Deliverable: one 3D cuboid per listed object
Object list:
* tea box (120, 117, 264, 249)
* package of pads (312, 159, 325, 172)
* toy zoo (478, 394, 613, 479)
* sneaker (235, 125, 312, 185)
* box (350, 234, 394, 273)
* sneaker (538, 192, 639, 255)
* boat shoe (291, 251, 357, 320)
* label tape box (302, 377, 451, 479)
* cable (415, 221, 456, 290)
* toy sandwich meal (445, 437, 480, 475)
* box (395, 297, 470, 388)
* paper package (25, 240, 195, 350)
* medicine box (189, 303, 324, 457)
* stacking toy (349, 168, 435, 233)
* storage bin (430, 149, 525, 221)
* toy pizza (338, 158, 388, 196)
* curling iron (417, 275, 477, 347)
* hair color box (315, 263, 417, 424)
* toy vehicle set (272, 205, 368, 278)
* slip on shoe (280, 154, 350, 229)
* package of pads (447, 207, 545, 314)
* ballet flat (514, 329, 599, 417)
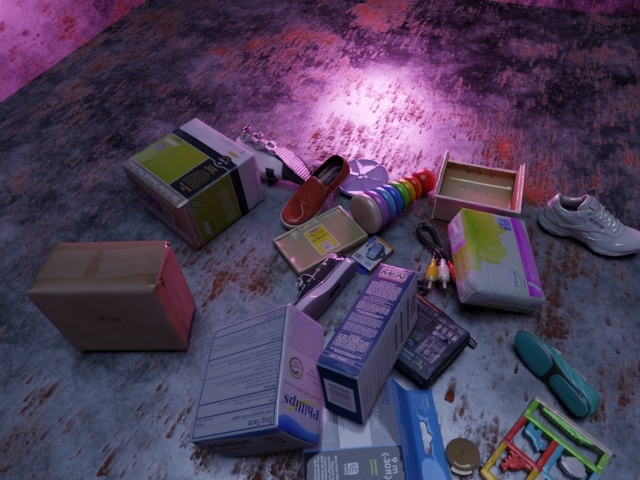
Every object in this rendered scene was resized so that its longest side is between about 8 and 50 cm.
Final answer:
[{"bbox_3d":[-0.431,-0.203,1.550,0.329,0.220,0.323,35,60,28],"label":"tea box"},{"bbox_3d":[0.012,-0.268,1.678,0.083,0.050,0.032,12,58,14],"label":"package of pads"},{"bbox_3d":[0.499,0.522,1.017,0.293,0.030,0.192,-37,58,-24],"label":"toy zoo"},{"bbox_3d":[-0.177,-0.277,1.673,0.331,0.146,0.122,35,32,3],"label":"sneaker"},{"bbox_3d":[0.160,0.048,1.427,0.081,0.028,0.136,36,60,28],"label":"box"},{"bbox_3d":[0.844,-0.052,1.379,0.305,0.152,0.114,22,54,18],"label":"sneaker"},{"bbox_3d":[-0.017,0.138,1.313,0.105,0.113,0.306,28,56,26],"label":"boat shoe"},{"bbox_3d":[0.125,0.455,1.051,0.334,0.106,0.240,-5,51,1],"label":"label tape box"},{"bbox_3d":[0.377,0.043,1.387,0.140,0.072,0.287,1,51,-2],"label":"cable"},{"bbox_3d":[0.332,0.505,1.047,0.086,0.029,0.085,-7,41,6],"label":"toy sandwich meal"},{"bbox_3d":[0.252,0.257,1.213,0.183,0.059,0.233,-37,49,-25],"label":"box"},{"bbox_3d":[-0.535,0.158,1.207,0.325,0.309,0.168,-1,47,2],"label":"paper package"},{"bbox_3d":[-0.142,0.336,1.068,0.263,0.149,0.289,-23,45,29],"label":"medicine box"},{"bbox_3d":[0.263,-0.150,1.530,0.330,0.141,0.141,-28,54,-27],"label":"stacking toy"},{"bbox_3d":[0.532,-0.173,1.517,0.262,0.123,0.260,13,54,15],"label":"storage bin"},{"bbox_3d":[0.148,-0.225,1.646,0.201,0.032,0.201,-3,51,3],"label":"toy pizza"},{"bbox_3d":[0.343,0.199,1.286,0.068,0.035,0.274,-30,55,-18],"label":"curling iron"},{"bbox_3d":[0.125,0.233,1.072,0.105,0.173,0.347,14,42,28],"label":"hair color box"},{"bbox_3d":[0.000,0.000,1.472,0.267,0.035,0.166,-28,54,-18],"label":"toy vehicle set"},{"bbox_3d":[-0.021,-0.174,1.553,0.123,0.101,0.331,37,75,22],"label":"slip on shoe"},{"bbox_3d":[0.499,0.054,1.305,0.229,0.101,0.296,10,54,-11],"label":"package of pads"},{"bbox_3d":[0.603,0.330,1.146,0.087,0.083,0.247,-6,46,-33],"label":"ballet flat"}]
